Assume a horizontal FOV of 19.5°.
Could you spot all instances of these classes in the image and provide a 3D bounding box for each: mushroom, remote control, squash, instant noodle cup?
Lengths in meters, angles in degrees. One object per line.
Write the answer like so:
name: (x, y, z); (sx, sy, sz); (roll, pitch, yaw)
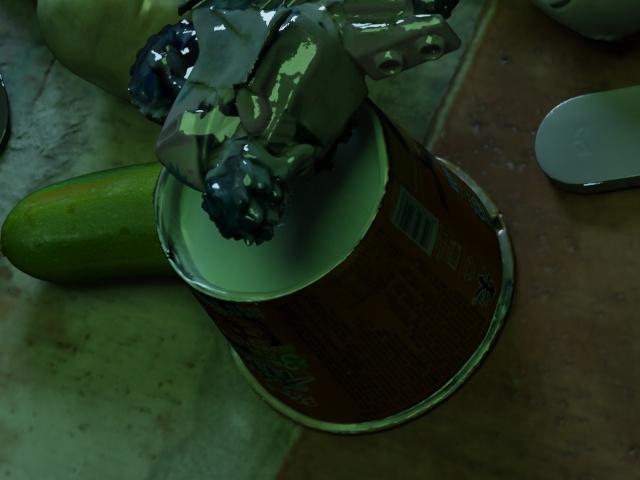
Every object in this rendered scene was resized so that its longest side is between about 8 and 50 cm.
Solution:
mushroom: (-0.147, -0.176, 1.480); (0.154, 0.154, 0.122); (27, 85, 33)
remote control: (0.271, -0.081, 1.317); (0.245, 0.022, 0.077); (-8, 61, 21)
squash: (-0.167, -0.014, 1.445); (0.188, 0.095, 0.095); (-4, 64, 24)
instant noodle cup: (0.000, 0.000, 1.306); (0.230, 0.182, 0.230); (-10, 63, 20)

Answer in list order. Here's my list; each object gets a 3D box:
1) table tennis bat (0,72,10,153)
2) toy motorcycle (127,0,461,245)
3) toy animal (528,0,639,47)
table tennis bat: (-0.341, -0.137, 1.631); (0.131, 0.022, 0.234); (-30, 59, 10)
toy motorcycle: (-0.018, -0.084, 1.185); (0.239, 0.108, 0.204); (-29, 46, 35)
toy animal: (0.207, -0.242, 1.353); (0.166, 0.138, 0.179); (-40, 47, 40)
